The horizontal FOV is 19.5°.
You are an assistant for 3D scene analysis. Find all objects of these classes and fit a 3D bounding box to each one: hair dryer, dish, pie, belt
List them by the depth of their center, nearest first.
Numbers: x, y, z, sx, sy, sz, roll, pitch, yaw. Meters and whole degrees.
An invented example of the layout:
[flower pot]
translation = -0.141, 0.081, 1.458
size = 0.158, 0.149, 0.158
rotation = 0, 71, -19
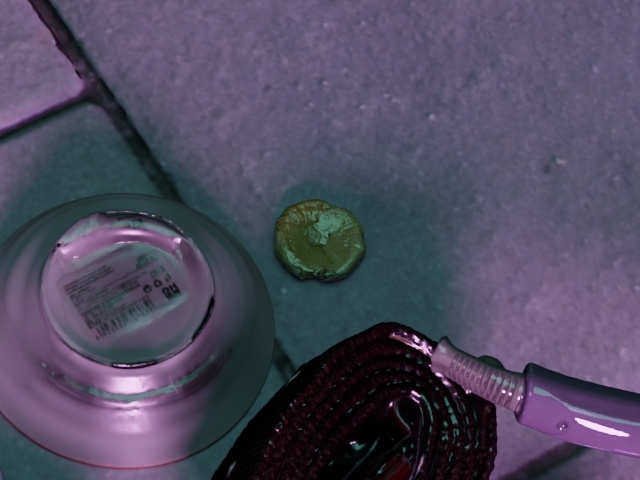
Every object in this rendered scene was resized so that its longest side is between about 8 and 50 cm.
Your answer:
[belt]
translation = 0.009, 0.206, 1.466
size = 0.184, 0.164, 0.289
rotation = 45, 52, -4
[hair dryer]
translation = 0.265, 0.111, 1.477
size = 0.361, 0.121, 0.301
rotation = 11, 35, -4
[dish]
translation = -0.163, 0.055, 1.561
size = 0.260, 0.085, 0.260
rotation = 3, 62, -6
[pie]
translation = 0.000, 0.000, 1.649
size = 0.084, 0.020, 0.084
rotation = 4, 63, -8

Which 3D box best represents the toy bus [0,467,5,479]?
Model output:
[toy bus]
translation = -0.336, 0.223, 1.462
size = 0.190, 0.064, 0.075
rotation = -26, 75, -19
